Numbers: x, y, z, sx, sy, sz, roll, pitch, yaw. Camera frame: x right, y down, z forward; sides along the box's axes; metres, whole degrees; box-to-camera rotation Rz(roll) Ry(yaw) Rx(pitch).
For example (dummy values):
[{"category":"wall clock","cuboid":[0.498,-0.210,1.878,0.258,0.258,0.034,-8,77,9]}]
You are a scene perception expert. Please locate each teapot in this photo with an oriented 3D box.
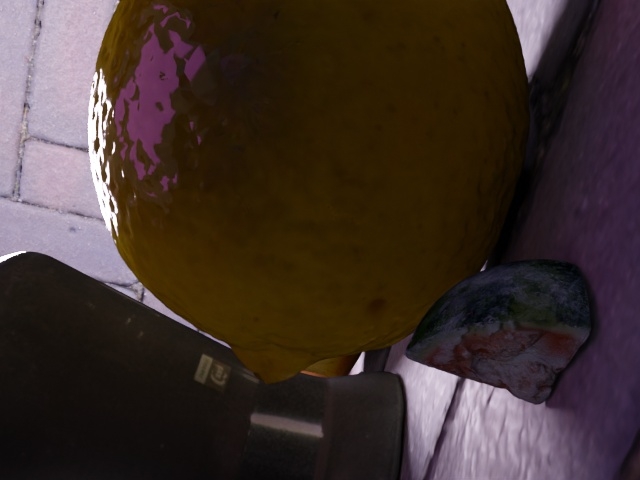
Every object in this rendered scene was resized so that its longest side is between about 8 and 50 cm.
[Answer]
[{"category":"teapot","cuboid":[-0.129,0.174,0.683,0.300,0.344,0.253,-81,5,-47]}]

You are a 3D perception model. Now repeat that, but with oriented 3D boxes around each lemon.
[{"category":"lemon","cuboid":[-0.006,-0.065,0.520,0.267,0.268,0.267,-166,90,-86]}]

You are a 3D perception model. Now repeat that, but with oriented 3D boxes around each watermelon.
[{"category":"watermelon","cuboid":[0.087,0.040,0.398,0.085,0.085,0.061,-132,26,-85]}]

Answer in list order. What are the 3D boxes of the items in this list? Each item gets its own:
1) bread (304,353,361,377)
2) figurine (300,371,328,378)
[{"category":"bread","cuboid":[0.000,0.000,0.880,0.270,0.148,0.269,-170,90,-87]},{"category":"figurine","cuboid":[-0.041,0.182,1.065,0.102,0.112,0.195,-52,-15,-44]}]
